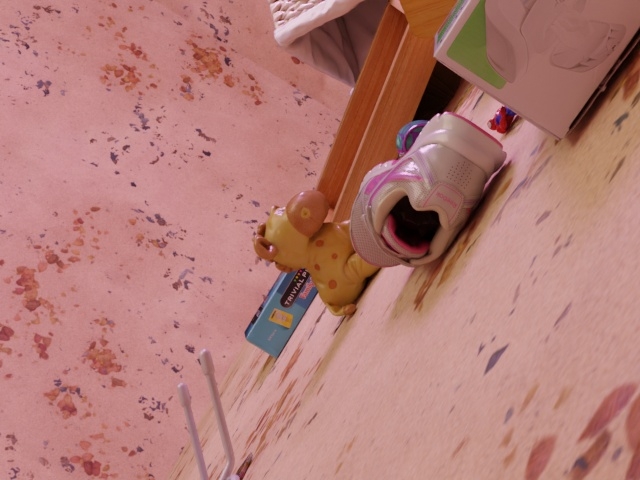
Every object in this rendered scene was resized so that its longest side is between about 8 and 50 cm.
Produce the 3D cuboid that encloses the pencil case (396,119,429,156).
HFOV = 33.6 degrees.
[{"bbox_3d":[0.146,-0.140,1.531,0.070,0.064,0.151,-42,4,5],"label":"pencil case"}]

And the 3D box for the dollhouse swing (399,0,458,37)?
[{"bbox_3d":[0.281,-0.456,1.569,0.315,0.305,0.346,-11,62,38],"label":"dollhouse swing"}]

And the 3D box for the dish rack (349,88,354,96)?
[{"bbox_3d":[0.155,-0.405,2.317,0.332,0.072,0.285,-58,2,9],"label":"dish rack"}]

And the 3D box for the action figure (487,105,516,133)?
[{"bbox_3d":[0.197,-0.139,1.080,0.038,0.030,0.115,-65,4,-23],"label":"action figure"}]

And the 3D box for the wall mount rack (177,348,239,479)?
[{"bbox_3d":[-0.198,0.341,1.540,0.304,0.131,0.350,-65,7,-26],"label":"wall mount rack"}]

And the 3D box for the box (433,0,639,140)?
[{"bbox_3d":[0.213,-0.232,0.859,0.262,0.127,0.231,-56,2,16],"label":"box"}]

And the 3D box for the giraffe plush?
[{"bbox_3d":[0.000,0.000,1.481,0.210,0.171,0.181,-59,3,-2],"label":"giraffe plush"}]

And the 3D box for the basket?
[{"bbox_3d":[0.095,-0.505,2.050,0.328,0.266,0.331,-26,-22,25],"label":"basket"}]

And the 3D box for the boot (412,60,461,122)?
[{"bbox_3d":[0.197,-0.272,1.938,0.213,0.077,0.165,-57,1,31],"label":"boot"}]

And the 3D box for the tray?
[{"bbox_3d":[0.096,-0.206,1.845,0.203,0.076,0.410,-111,41,-68],"label":"tray"}]

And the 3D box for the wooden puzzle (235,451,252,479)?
[{"bbox_3d":[-0.117,0.340,1.544,0.083,0.006,0.049,-56,3,37],"label":"wooden puzzle"}]

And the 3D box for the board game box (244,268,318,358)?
[{"bbox_3d":[-0.043,0.078,2.240,0.336,0.079,0.254,-58,3,-4],"label":"board game box"}]

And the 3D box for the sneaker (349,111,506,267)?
[{"bbox_3d":[0.083,-0.025,1.066,0.111,0.103,0.252,-58,2,-30],"label":"sneaker"}]
